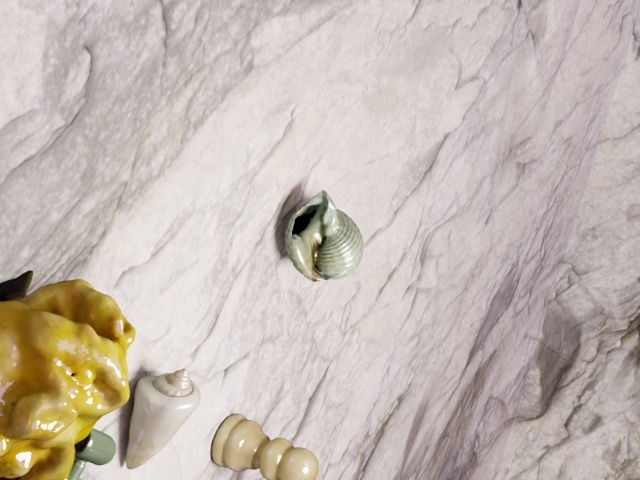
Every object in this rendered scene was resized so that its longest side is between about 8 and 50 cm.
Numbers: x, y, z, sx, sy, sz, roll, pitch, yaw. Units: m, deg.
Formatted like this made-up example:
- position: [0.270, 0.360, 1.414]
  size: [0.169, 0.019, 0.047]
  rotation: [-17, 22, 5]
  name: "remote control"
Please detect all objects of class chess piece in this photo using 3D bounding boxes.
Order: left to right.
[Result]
- position: [-0.083, 0.352, 2.313]
  size: [0.094, 0.170, 0.094]
  rotation: [-41, 142, -43]
  name: "chess piece"

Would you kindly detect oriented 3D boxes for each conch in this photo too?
- position: [-0.227, 0.257, 2.073]
  size: [0.104, 0.094, 0.176]
  rotation: [-108, -153, -65]
  name: "conch"
- position: [-0.003, 0.002, 2.323]
  size: [0.135, 0.102, 0.153]
  rotation: [-40, 108, -29]
  name: "conch"

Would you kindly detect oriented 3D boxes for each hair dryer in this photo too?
- position: [-0.345, 0.324, 1.961]
  size: [0.150, 0.047, 0.071]
  rotation: [-57, 150, -5]
  name: "hair dryer"

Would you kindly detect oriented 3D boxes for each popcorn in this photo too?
- position: [-0.350, 0.176, 1.599]
  size: [0.316, 0.281, 0.297]
  rotation: [-33, 176, -25]
  name: "popcorn"

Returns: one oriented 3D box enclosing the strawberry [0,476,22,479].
- position: [-0.448, 0.339, 1.670]
  size: [0.236, 0.107, 0.175]
  rotation: [-28, 152, -35]
  name: "strawberry"
